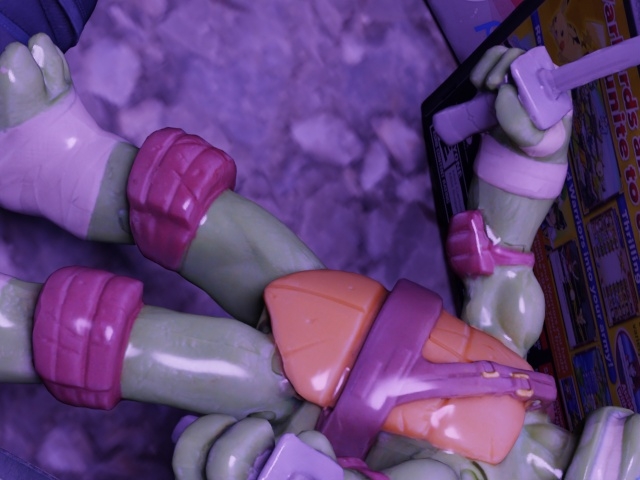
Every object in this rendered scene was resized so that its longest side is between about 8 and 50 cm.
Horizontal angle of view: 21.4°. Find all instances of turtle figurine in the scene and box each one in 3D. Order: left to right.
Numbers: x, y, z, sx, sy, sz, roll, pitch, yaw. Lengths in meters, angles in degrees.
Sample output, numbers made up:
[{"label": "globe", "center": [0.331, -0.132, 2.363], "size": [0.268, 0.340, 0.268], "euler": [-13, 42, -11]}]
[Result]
[{"label": "turtle figurine", "center": [0.000, 0.000, 0.531], "size": [0.266, 0.274, 0.197], "euler": [18, 77, 10]}]

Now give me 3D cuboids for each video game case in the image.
[{"label": "video game case", "center": [0.114, 0.041, 0.667], "size": [0.035, 0.248, 0.274], "euler": [-9, 81, -14]}]

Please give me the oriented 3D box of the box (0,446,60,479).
[{"label": "box", "center": [-0.202, 0.053, 0.527], "size": [0.220, 0.175, 0.051], "euler": [34, 67, -24]}]

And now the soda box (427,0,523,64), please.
[{"label": "soda box", "center": [0.112, -0.121, 0.795], "size": [0.083, 0.092, 0.263], "euler": [-37, 104, -31]}]

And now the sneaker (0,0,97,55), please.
[{"label": "sneaker", "center": [-0.157, -0.124, 0.596], "size": [0.163, 0.086, 0.226], "euler": [-64, 147, -17]}]
